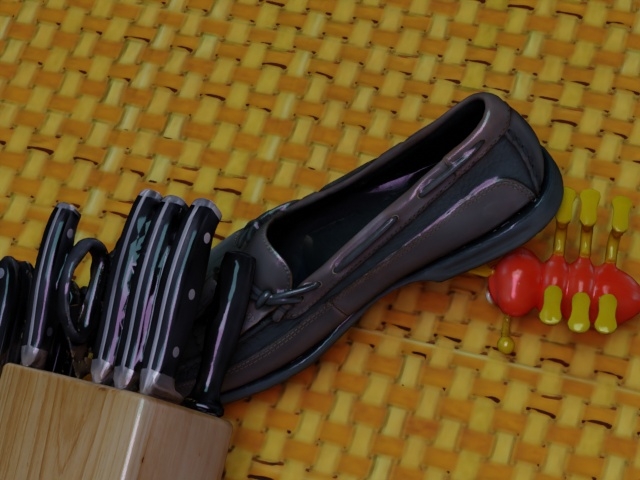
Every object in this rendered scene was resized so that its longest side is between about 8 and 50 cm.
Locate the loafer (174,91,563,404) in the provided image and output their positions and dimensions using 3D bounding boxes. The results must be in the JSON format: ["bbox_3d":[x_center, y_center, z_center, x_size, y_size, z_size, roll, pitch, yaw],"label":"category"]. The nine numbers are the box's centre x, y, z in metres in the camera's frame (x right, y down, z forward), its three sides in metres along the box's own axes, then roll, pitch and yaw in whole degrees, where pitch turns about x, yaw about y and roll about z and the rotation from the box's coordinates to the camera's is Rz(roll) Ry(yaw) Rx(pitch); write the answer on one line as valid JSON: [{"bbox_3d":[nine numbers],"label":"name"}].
[{"bbox_3d":[0.000,0.000,0.990,0.267,0.084,0.096,-29,44,8],"label":"loafer"}]

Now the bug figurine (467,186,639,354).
[{"bbox_3d":[0.164,0.114,0.947,0.216,0.072,0.279,11,59,6],"label":"bug figurine"}]

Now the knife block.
[{"bbox_3d":[-0.099,0.122,0.915,0.242,0.088,0.276,-38,60,16],"label":"knife block"}]
